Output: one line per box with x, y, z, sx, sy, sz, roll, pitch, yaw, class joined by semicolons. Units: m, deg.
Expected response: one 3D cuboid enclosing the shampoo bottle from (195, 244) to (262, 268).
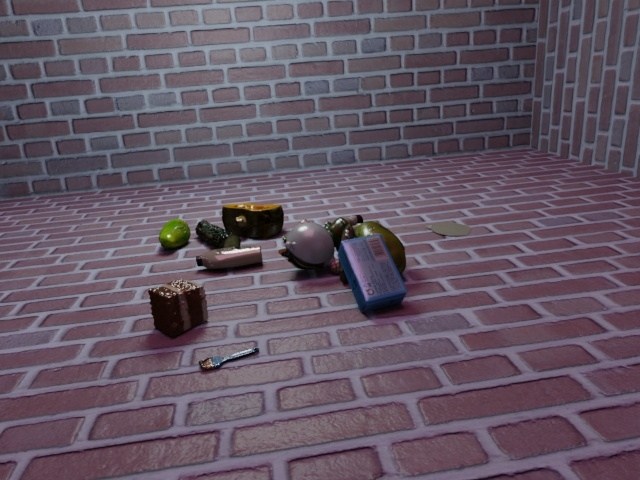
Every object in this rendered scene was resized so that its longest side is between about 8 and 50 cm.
-0.361;0.068;1.993;0.257;0.078;0.127;-9;23;-5;shampoo bottle

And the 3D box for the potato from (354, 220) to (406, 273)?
0.213;0.027;1.816;0.149;0.186;0.253;-38;53;3;potato

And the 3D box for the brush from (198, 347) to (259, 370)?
-0.243;0.315;1.360;0.164;0.014;0.051;-12;22;-24;brush

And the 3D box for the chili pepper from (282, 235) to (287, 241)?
-0.128;-0.011;2.245;0.091;0.030;0.034;-12;-4;-27;chili pepper

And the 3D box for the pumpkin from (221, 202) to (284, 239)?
-0.332;-0.099;2.373;0.317;0.139;0.222;9;21;30;pumpkin

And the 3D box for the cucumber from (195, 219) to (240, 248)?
-0.480;-0.030;2.275;0.096;0.096;0.359;-17;24;-33;cucumber

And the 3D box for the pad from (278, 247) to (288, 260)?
0.009;0.020;2.084;0.323;0.055;0.250;-30;26;-15;pad

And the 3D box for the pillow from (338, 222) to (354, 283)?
0.095;0.031;1.801;0.051;0.093;0.240;7;60;4;pillow

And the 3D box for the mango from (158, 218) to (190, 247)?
-0.657;-0.027;2.281;0.126;0.111;0.233;-9;21;-1;mango

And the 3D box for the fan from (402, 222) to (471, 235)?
0.513;-0.057;2.261;0.311;0.010;0.182;7;21;21;fan

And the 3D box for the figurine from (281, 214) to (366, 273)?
0.021;-0.003;1.912;0.370;0.167;0.281;-21;54;-28;figurine

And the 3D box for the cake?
-0.432;0.201;1.555;0.147;0.135;0.135;-15;21;-41;cake

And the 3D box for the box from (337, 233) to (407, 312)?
0.161;0.100;1.610;0.143;0.083;0.232;-11;59;-18;box
